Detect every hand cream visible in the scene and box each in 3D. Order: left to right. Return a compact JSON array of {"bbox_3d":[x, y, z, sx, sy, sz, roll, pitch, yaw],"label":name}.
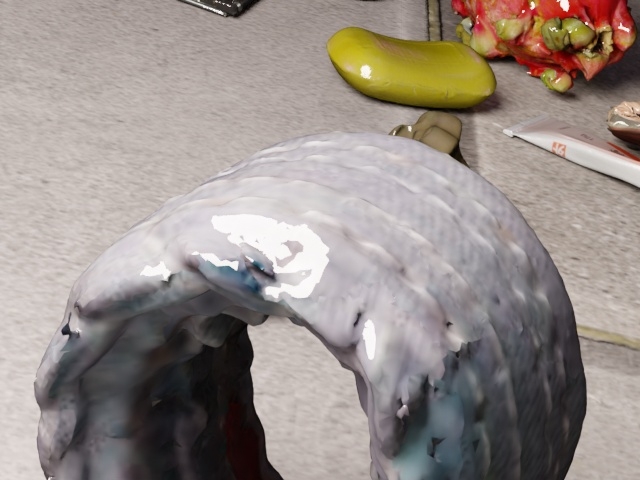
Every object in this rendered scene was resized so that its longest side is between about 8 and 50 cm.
[{"bbox_3d":[0.247,-0.056,1.426,0.216,0.038,0.052,26,0,29],"label":"hand cream"}]

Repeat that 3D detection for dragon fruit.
[{"bbox_3d":[0.195,-0.214,1.578,0.166,0.160,0.172,23,13,-46],"label":"dragon fruit"}]

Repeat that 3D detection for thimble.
[{"bbox_3d":[-0.010,0.080,0.776,0.205,0.236,0.172,30,29,15],"label":"thimble"}]

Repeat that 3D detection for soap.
[{"bbox_3d":[0.072,-0.137,1.472,0.140,0.045,0.089,6,30,-21],"label":"soap"}]

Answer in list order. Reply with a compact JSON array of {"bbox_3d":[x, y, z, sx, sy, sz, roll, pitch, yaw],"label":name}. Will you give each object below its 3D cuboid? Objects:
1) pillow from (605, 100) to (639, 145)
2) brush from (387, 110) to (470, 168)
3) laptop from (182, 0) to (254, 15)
[{"bbox_3d":[0.333,-0.064,1.422,0.233,0.043,0.126,17,0,15],"label":"pillow"},{"bbox_3d":[0.000,0.000,1.125,0.071,0.084,0.301,-7,16,42],"label":"brush"},{"bbox_3d":[-0.103,-0.242,1.622,0.129,0.016,0.180,21,25,9],"label":"laptop"}]
